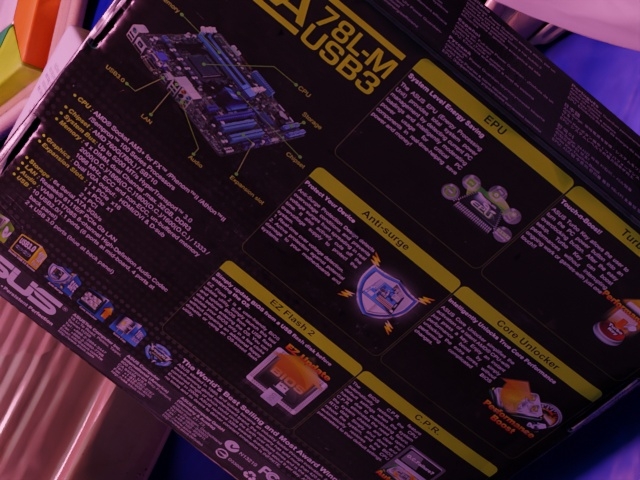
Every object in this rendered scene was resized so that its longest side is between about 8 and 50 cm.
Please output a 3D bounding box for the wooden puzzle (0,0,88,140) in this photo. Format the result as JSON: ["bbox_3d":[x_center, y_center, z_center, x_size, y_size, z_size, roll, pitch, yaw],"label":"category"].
[{"bbox_3d":[-0.231,-0.181,1.273,0.221,0.044,0.239,-22,49,56],"label":"wooden puzzle"}]

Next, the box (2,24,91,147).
[{"bbox_3d":[-0.133,-0.032,0.925,0.137,0.072,0.126,-59,27,14],"label":"box"}]

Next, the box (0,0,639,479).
[{"bbox_3d":[0.000,0.000,0.503,0.184,0.190,0.045,-46,10,37],"label":"box"}]

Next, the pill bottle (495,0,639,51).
[{"bbox_3d":[0.123,-0.226,0.471,0.176,0.176,0.318,13,81,64],"label":"pill bottle"}]

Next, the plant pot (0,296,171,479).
[{"bbox_3d":[-0.138,0.070,0.741,0.237,0.110,0.237,-59,10,18],"label":"plant pot"}]

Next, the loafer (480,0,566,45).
[{"bbox_3d":[0.059,-0.083,0.632,0.125,0.039,0.045,-39,37,44],"label":"loafer"}]
